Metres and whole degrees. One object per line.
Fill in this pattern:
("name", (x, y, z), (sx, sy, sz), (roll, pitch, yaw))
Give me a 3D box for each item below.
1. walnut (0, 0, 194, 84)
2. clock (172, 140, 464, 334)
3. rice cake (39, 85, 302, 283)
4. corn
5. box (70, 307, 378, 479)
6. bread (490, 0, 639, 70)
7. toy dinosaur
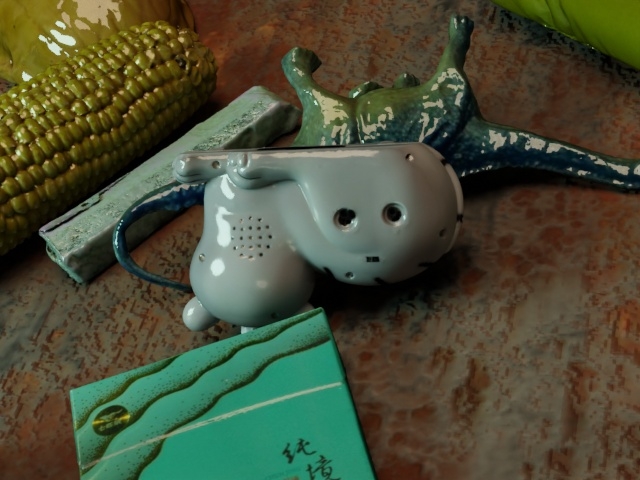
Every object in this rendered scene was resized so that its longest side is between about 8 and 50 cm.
("walnut", (-0.195, -0.195, 1.175), (0.167, 0.087, 0.211), (-34, 43, -24))
("clock", (0.000, 0.000, 0.884), (0.176, 0.117, 0.080), (-3, 7, 5))
("rice cake", (-0.103, -0.045, 1.016), (0.211, 0.034, 0.043), (-38, 48, -22))
("corn", (-0.199, -0.068, 1.027), (0.293, 0.106, 0.106), (-39, 45, -23))
("box", (-0.047, 0.145, 0.780), (0.160, 0.042, 0.226), (-17, 41, 0))
("bread", (0.264, -0.181, 0.974), (0.166, 0.112, 0.383), (-34, 42, -17))
("toy dinosaur", (0.038, -0.067, 0.958), (0.362, 0.076, 0.147), (-9, 53, 1))
